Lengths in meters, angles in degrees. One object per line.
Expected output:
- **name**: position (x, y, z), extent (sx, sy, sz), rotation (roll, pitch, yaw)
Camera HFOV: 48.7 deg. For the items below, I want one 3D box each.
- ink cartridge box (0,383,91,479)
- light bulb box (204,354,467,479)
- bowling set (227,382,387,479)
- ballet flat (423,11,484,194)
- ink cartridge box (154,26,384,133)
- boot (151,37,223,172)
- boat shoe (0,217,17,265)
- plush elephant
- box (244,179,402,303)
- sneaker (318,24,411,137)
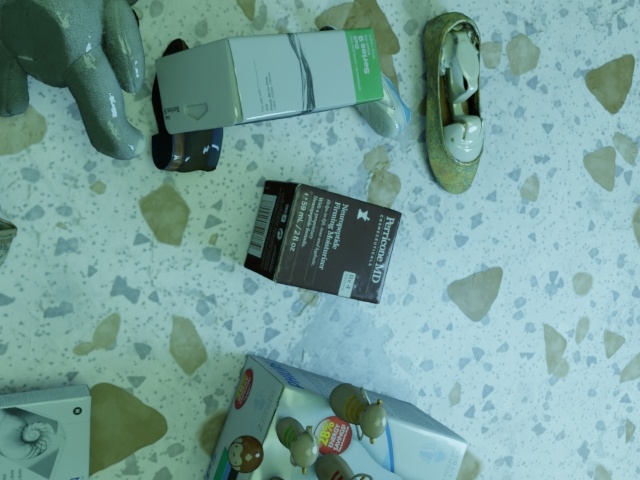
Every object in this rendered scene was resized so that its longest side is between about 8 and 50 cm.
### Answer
- **ink cartridge box**: position (-0.475, 0.342, 1.098), extent (0.223, 0.045, 0.224), rotation (-2, 109, -26)
- **light bulb box**: position (0.003, 0.434, 1.234), extent (0.360, 0.225, 0.358), rotation (21, 87, -20)
- **bowling set**: position (-0.028, 0.348, 1.018), extent (0.199, 0.154, 0.287), rotation (6, 91, -19)
- **ballet flat**: position (0.263, -0.258, 1.347), extent (0.123, 0.123, 0.349), rotation (-10, 100, -22)
- **ink cartridge box**: position (-0.078, -0.250, 1.104), extent (0.289, 0.211, 0.122), rotation (-18, 104, -40)
- **boot**: position (-0.218, -0.217, 1.179), extent (0.106, 0.082, 0.219), rotation (9, 85, -48)
- **boat shoe**: position (-0.497, -0.024, 0.963), extent (0.104, 0.285, 0.089), rotation (33, 76, 0)
- **plush elephant**: position (-0.337, -0.330, 1.025), extent (0.255, 0.271, 0.330), rotation (-55, 154, -46)
- **box**: position (0.000, 0.000, 1.231), extent (0.203, 0.167, 0.169), rotation (14, 90, -24)
- **sneaker**: position (0.077, -0.294, 1.289), extent (0.237, 0.085, 0.086), rotation (50, 50, -16)
